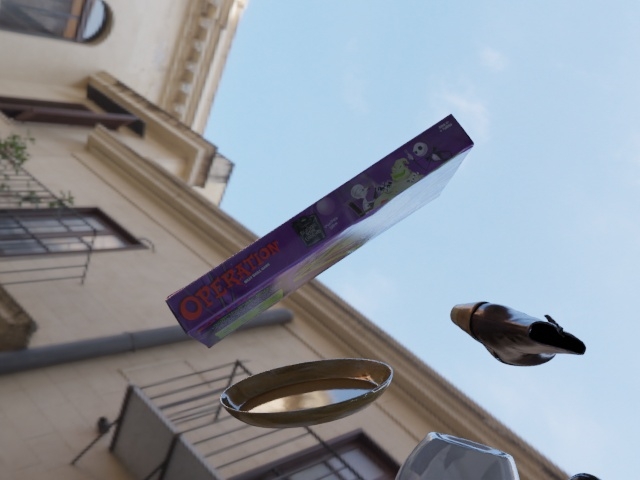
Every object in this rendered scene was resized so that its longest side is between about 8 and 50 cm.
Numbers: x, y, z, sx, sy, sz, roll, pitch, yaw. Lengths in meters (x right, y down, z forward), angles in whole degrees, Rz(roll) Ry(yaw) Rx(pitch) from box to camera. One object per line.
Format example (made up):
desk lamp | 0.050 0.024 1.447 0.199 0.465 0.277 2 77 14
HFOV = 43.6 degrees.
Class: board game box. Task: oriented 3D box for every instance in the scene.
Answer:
board game box | 0.000 0.000 0.888 0.346 0.208 0.056 -33 -95 -8

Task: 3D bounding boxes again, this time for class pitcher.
pitcher | 0.098 0.291 0.759 0.125 0.177 0.207 4 -104 62

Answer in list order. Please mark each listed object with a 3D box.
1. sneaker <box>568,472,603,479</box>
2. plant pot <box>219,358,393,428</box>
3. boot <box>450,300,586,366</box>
sneaker | 0.288 0.386 0.939 0.087 0.130 0.228 -2 -109 51
plant pot | -0.017 0.207 1.084 0.236 0.236 0.032 -4 -84 40
boot | 0.352 0.169 1.307 0.207 0.248 0.090 10 -102 61
